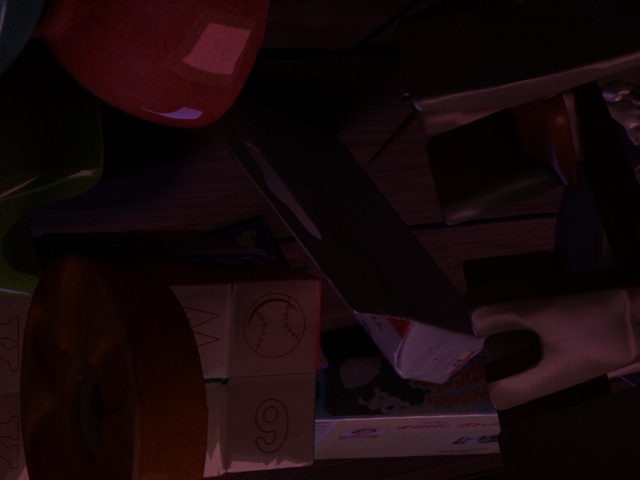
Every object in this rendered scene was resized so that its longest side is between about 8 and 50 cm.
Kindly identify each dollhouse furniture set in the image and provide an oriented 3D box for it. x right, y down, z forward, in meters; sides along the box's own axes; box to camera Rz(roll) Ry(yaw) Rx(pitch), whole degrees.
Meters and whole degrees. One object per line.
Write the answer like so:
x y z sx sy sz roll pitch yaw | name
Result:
0.124 0.022 0.590 0.135 0.259 0.262 -14 134 5 | dollhouse furniture set

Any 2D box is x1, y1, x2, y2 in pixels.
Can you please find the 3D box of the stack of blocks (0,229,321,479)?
-0.169 0.050 0.705 0.297 0.087 0.171 -1 -172 -24 | stack of blocks

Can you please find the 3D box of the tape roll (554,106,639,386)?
0.244 0.005 0.954 0.189 0.189 0.080 -25 163 27 | tape roll

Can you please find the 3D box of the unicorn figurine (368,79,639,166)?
0.108 -0.084 0.712 0.111 0.060 0.162 24 132 -8 | unicorn figurine

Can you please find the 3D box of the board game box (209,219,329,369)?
-0.110 0.074 1.098 0.208 0.056 0.347 -13 166 1 | board game box

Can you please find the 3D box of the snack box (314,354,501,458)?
0.043 0.153 1.411 0.322 0.060 0.187 0 162 -14 | snack box

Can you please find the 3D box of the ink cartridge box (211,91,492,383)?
0.000 0.000 0.734 0.045 0.145 0.179 -43 158 16 | ink cartridge box

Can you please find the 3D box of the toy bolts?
-0.125 -0.020 0.464 0.158 0.218 0.228 -1 142 -30 | toy bolts
